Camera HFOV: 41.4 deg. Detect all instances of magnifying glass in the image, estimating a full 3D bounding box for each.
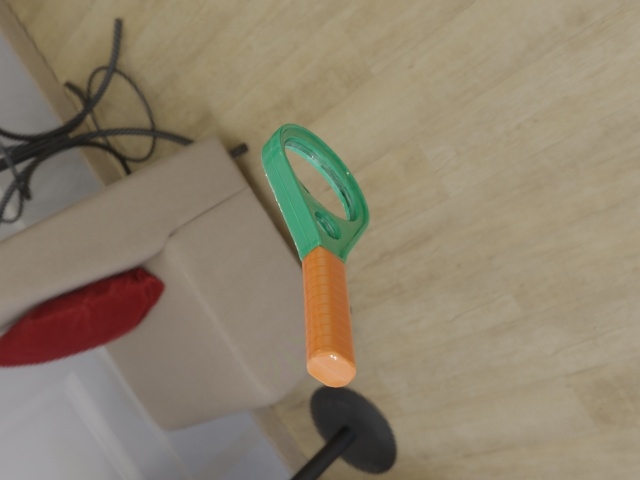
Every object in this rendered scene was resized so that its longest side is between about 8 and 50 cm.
[{"bbox_3d":[0.000,0.000,0.541,0.026,0.231,0.092,-40,120,22],"label":"magnifying glass"}]
